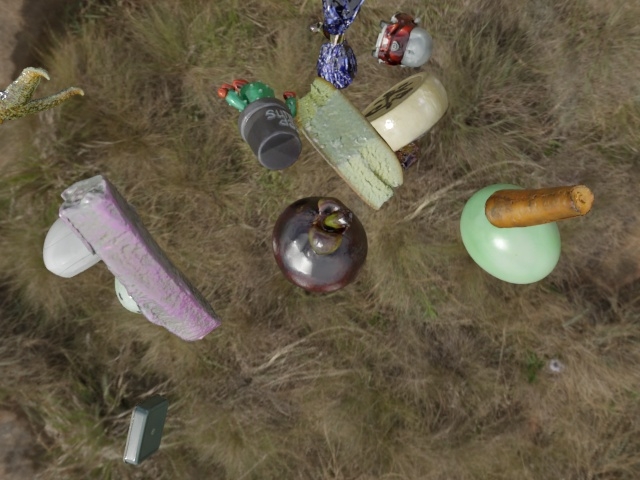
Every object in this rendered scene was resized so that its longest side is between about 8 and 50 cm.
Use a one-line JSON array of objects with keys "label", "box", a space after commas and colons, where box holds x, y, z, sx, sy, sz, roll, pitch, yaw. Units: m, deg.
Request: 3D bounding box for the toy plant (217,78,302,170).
[{"label": "toy plant", "box": [-0.181, -0.413, 1.741, 0.279, 0.400, 0.185, -15, 139, -13]}]

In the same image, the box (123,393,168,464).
[{"label": "box", "box": [-0.348, 0.379, 1.038, 0.031, 0.091, 0.126, 14, 93, 15]}]

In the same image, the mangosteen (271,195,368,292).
[{"label": "mangosteen", "box": [-0.005, 0.011, 1.532, 0.297, 0.293, 0.297, 0, 92, 8]}]

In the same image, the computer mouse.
[{"label": "computer mouse", "box": [-0.520, -0.022, 1.159, 0.184, 0.297, 0.121, -33, 109, 6]}]

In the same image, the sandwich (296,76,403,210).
[{"label": "sandwich", "box": [0.038, -0.175, 0.869, 0.094, 0.096, 0.258, -41, 77, 9]}]

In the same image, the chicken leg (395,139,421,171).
[{"label": "chicken leg", "box": [0.269, -0.308, 1.685, 0.105, 0.234, 0.063, -27, 138, 3]}]

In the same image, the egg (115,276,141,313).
[{"label": "egg", "box": [-0.463, 0.107, 1.336, 0.131, 0.131, 0.164, -20, 81, 17]}]

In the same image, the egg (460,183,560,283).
[{"label": "egg", "box": [0.480, -0.016, 1.311, 0.220, 0.220, 0.270, -34, 81, 19]}]

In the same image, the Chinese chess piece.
[{"label": "Chinese chess piece", "box": [0.210, -0.332, 1.360, 0.257, 0.257, 0.104, -33, 110, 18]}]

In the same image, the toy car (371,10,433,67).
[{"label": "toy car", "box": [0.182, -0.414, 1.097, 0.112, 0.139, 0.112, 28, 124, 16]}]

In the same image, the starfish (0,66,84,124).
[{"label": "starfish", "box": [-0.461, -0.213, 0.741, 0.208, 0.176, 0.053, -10, 78, 18]}]

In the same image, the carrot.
[{"label": "carrot", "box": [0.272, -0.044, 0.657, 0.055, 0.161, 0.055, 0, 90, -20]}]

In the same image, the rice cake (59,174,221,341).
[{"label": "rice cake", "box": [-0.142, 0.027, 0.438, 0.047, 0.036, 0.207, -17, 139, 3]}]

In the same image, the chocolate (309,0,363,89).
[{"label": "chocolate", "box": [0.044, -0.556, 1.350, 0.148, 0.126, 0.343, 14, 151, 5]}]
